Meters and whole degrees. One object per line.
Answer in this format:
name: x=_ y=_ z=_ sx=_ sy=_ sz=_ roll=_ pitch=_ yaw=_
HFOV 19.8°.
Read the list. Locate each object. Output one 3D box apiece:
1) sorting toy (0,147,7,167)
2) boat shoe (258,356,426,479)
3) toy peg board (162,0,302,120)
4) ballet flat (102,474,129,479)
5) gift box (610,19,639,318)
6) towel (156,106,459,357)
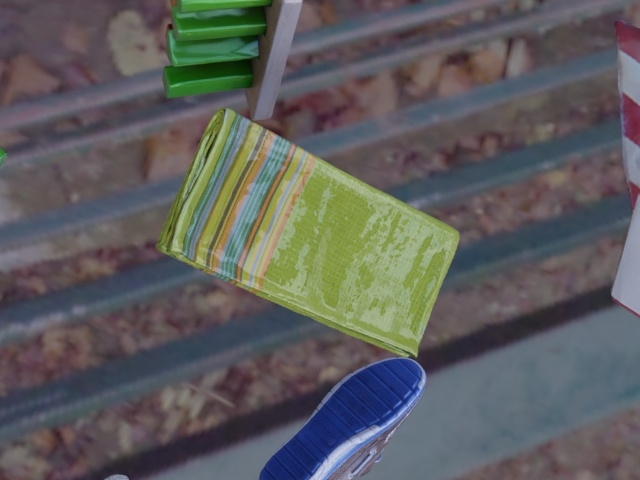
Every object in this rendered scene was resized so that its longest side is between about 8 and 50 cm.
sorting toy: x=-0.231 y=0.037 z=0.854 sx=0.126 sy=0.365 sz=0.127 roll=38 pitch=41 yaw=3
boat shoe: x=0.024 y=0.179 z=1.669 sx=0.183 sy=0.066 sz=0.066 roll=-38 pitch=143 yaw=-6
toy peg board: x=-0.078 y=-0.190 z=1.314 sx=0.079 sy=0.161 sz=0.161 roll=-7 pitch=65 yaw=-15
ballet flat: x=-0.222 y=0.288 z=1.684 sx=0.057 sy=0.052 sz=0.168 roll=35 pitch=78 yaw=1
gift box: x=0.227 y=-0.062 z=0.438 sx=0.255 sy=0.276 sz=0.258 roll=-35 pitch=149 yaw=-30
towel: x=0.000 y=0.000 z=1.238 sx=0.237 sy=0.021 sz=0.102 roll=25 pitch=87 yaw=-39
